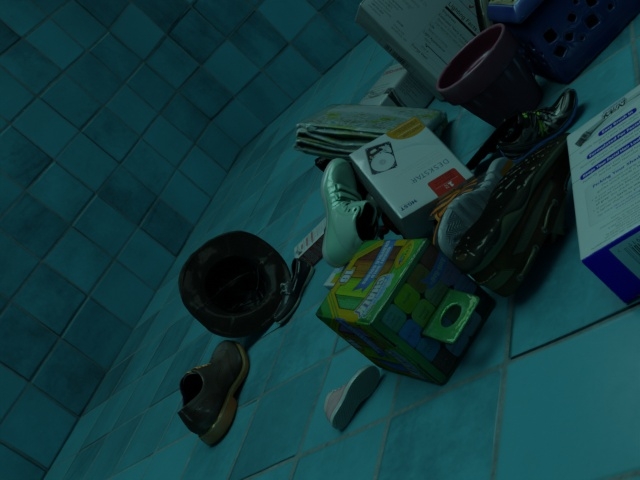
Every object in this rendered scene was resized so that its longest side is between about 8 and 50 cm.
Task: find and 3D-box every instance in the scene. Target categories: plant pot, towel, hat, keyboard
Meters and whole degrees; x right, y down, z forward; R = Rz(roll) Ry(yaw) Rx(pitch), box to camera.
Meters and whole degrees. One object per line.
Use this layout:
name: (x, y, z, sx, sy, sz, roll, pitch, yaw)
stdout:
plant pot: (0.523, -0.516, 1.684, 0.236, 0.212, 0.236, -47, 17, 9)
towel: (0.133, -0.277, 1.936, 0.374, 0.320, 0.090, -45, -40, -61)
hat: (-0.233, 0.141, 2.170, 0.331, 0.331, 0.134, -55, -21, -18)
plant pot: (0.393, -0.353, 1.707, 0.201, 0.180, 0.201, -43, 18, 18)
keyboard: (0.378, -0.206, 1.629, 0.100, 0.038, 0.192, -37, -11, -38)

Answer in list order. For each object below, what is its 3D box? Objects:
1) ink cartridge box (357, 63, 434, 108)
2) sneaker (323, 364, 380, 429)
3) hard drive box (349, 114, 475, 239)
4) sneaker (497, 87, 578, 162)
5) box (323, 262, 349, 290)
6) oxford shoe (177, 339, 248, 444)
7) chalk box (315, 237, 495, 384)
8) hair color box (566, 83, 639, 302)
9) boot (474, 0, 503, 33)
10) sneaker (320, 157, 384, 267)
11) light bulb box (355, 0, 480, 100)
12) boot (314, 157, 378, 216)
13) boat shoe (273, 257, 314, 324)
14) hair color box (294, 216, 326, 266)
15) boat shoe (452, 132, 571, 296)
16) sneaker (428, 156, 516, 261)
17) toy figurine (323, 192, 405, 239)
ink cartridge box: (0.201, -0.398, 2.360, 0.307, 0.129, 0.223, -51, 17, -8)
sneaker: (0.052, 0.281, 1.408, 0.134, 0.051, 0.070, -54, 23, -4)
hard drive box: (0.199, -0.136, 1.621, 0.181, 0.089, 0.232, -32, 51, -5)
sneaker: (0.437, -0.236, 1.521, 0.188, 0.078, 0.067, -42, 19, 21)
box: (0.112, 0.084, 1.594, 0.114, 0.103, 0.203, -54, 18, -17)
oxford shoe: (-0.276, 0.349, 1.928, 0.130, 0.132, 0.364, -44, 18, 18)
chalk box: (0.154, 0.116, 1.294, 0.180, 0.179, 0.289, -55, 18, -16)
hair color box: (0.468, -0.088, 1.088, 0.185, 0.110, 0.339, -38, 22, 35)
boot: (0.533, -0.610, 1.892, 0.284, 0.378, 0.138, -10, -9, 9)
sneaker: (0.075, -0.081, 1.612, 0.151, 0.094, 0.256, -32, 51, 50)
light bulb box: (0.346, -0.644, 2.099, 0.361, 0.358, 0.225, -47, 5, 3)
boot: (0.064, -0.143, 2.021, 0.094, 0.207, 0.247, -36, 22, 37)
boat shoe: (-0.086, 0.134, 2.039, 0.075, 0.065, 0.206, -28, 27, 49)
hair color box: (0.000, 0.000, 2.135, 0.167, 0.053, 0.093, -43, 19, 14)
boat shoe: (0.346, -0.040, 1.266, 0.324, 0.120, 0.122, -50, 9, -21)
sneaker: (0.267, -0.021, 1.415, 0.321, 0.125, 0.180, -40, 0, -45)
toy figurine: (0.122, -0.062, 1.804, 0.213, 0.148, 0.210, -39, 20, 30)
